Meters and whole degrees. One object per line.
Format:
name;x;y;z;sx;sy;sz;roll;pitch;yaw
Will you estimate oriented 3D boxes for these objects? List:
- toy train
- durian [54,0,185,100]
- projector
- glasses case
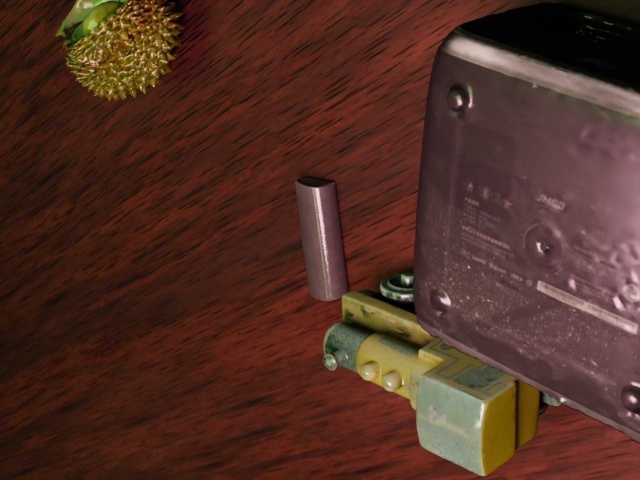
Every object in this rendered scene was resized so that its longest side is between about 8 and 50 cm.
toy train;0.149;0.162;1.661;0.369;0.237;0.150;19;122;41
durian;-0.326;-0.328;1.995;0.237;0.200;0.176;22;149;54
projector;0.316;-0.023;1.400;0.395;0.242;0.405;25;125;37
glasses case;0.000;-0.002;1.904;0.072;0.042;0.190;13;116;52
